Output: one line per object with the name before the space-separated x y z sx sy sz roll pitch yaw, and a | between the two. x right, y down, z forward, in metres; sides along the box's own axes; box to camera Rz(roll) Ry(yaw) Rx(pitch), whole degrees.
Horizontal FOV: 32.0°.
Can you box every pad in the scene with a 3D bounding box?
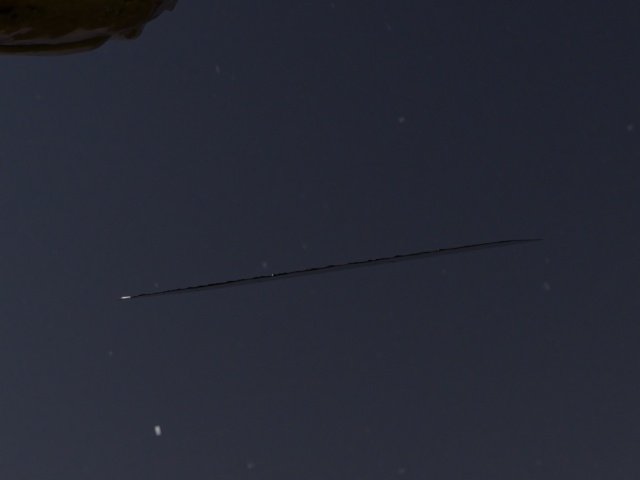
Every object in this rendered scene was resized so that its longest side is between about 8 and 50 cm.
pad | 0.000 0.001 1.034 0.375 0.063 0.315 -10 -2 18

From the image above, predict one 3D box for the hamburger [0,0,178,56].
hamburger | -0.179 -0.240 0.561 0.318 0.158 0.319 -3 -85 -29
